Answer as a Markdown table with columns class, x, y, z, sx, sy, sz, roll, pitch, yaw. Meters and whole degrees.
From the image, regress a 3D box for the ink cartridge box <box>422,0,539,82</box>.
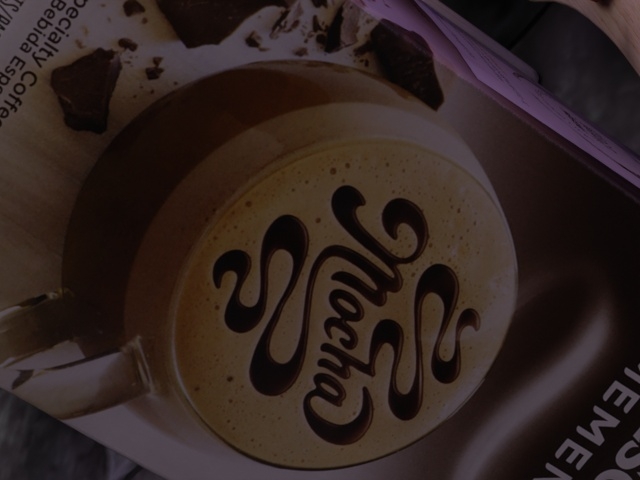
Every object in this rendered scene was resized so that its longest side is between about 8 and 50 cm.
| class | x | y | z | sx | sy | sz | roll | pitch | yaw |
| --- | --- | --- | --- | --- | --- | --- | --- | --- | --- |
| ink cartridge box | -0.045 | -0.061 | 0.803 | 0.100 | 0.237 | 0.172 | 34 | 94 | 52 |

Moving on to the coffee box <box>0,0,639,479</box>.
| class | x | y | z | sx | sy | sz | roll | pitch | yaw |
| --- | --- | --- | --- | --- | --- | --- | --- | --- | --- |
| coffee box | 0.000 | 0.000 | 0.639 | 0.168 | 0.297 | 0.119 | -53 | 21 | 13 |

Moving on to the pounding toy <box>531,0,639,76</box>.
| class | x | y | z | sx | sy | sz | roll | pitch | yaw |
| --- | --- | --- | --- | --- | --- | --- | --- | --- | --- |
| pounding toy | 0.099 | -0.120 | 0.698 | 0.154 | 0.155 | 0.269 | 94 | 158 | -55 |
